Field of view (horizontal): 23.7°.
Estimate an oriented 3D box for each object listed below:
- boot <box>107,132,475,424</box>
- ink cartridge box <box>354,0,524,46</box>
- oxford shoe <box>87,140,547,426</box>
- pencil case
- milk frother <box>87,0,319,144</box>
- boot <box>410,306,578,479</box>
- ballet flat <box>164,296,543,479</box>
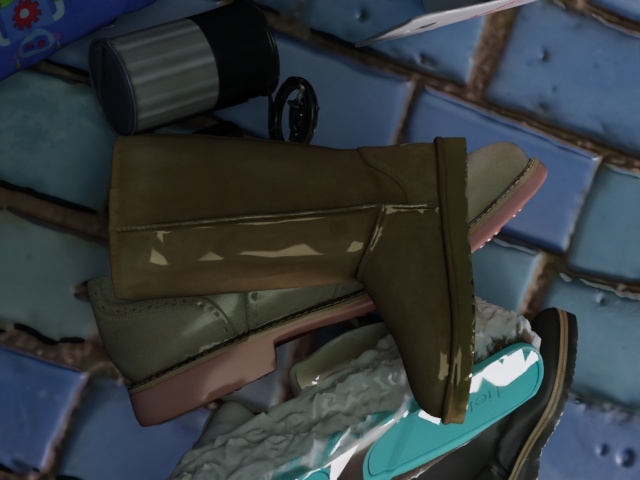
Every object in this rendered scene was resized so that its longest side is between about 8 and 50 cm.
[{"bbox_3d":[-0.022,0.028,1.145,0.270,0.089,0.236,-2,64,2],"label":"boot"},{"bbox_3d":[0.197,-0.266,1.253,0.354,0.207,0.119,-18,95,-13],"label":"ink cartridge box"},{"bbox_3d":[0.000,0.000,1.246,0.397,0.140,0.146,-29,91,-12],"label":"oxford shoe"},{"bbox_3d":[-0.258,-0.179,1.185,0.306,0.119,0.133,-33,136,-17],"label":"pencil case"},{"bbox_3d":[-0.090,-0.115,1.211,0.135,0.143,0.129,-21,107,-26],"label":"milk frother"},{"bbox_3d":[0.132,0.137,1.309,0.137,0.077,0.197,19,85,-7],"label":"boot"},{"bbox_3d":[-0.006,0.160,1.200,0.409,0.147,0.147,-28,96,-26],"label":"ballet flat"}]
